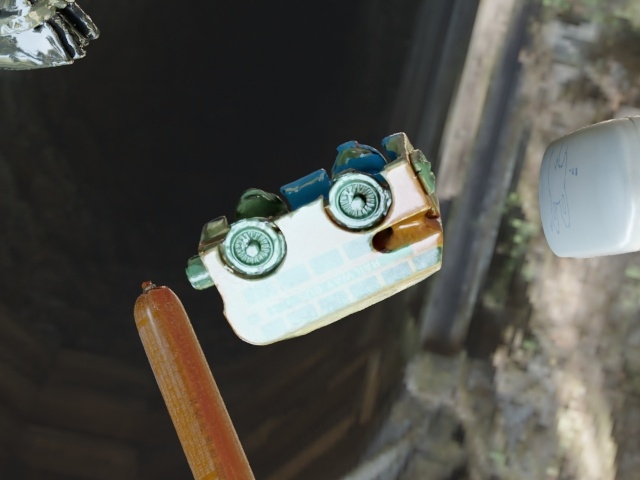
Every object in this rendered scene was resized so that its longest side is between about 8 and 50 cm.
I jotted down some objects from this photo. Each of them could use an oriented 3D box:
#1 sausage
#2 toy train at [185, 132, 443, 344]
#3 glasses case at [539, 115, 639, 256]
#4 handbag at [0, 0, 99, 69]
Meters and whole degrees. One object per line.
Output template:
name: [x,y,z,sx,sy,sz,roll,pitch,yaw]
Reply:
sausage: [-0.105,0.189,1.526,0.053,0.053,0.348,2,-124,-47]
toy train: [0.000,0.000,1.138,0.188,0.099,0.072,-25,-158,11]
glasses case: [0.196,-0.034,1.139,0.059,0.092,0.233,-5,179,-4]
handbag: [-0.318,-0.250,1.173,0.288,0.152,0.342,23,159,32]
